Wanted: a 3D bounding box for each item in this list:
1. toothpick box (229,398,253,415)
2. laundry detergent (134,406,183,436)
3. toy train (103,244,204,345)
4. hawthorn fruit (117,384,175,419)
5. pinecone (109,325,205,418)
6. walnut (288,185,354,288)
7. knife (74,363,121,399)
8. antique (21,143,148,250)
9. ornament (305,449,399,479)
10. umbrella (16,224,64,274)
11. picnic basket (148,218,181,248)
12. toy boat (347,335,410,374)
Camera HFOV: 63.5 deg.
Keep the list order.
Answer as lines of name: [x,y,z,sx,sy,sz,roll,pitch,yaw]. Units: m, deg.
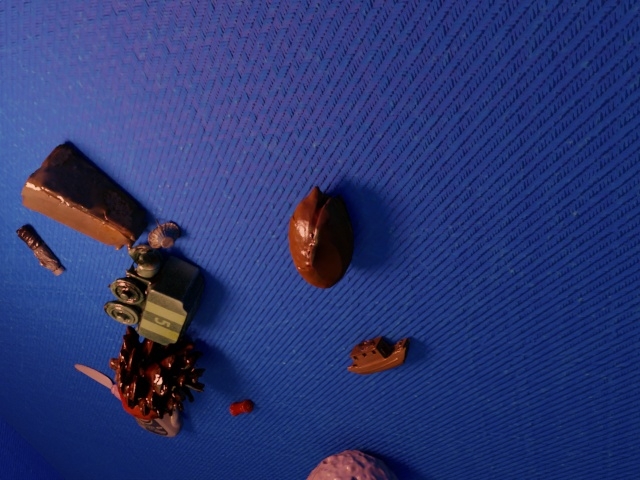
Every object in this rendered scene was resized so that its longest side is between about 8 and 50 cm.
toothpick box: [-0.268,0.570,1.764,0.083,0.047,0.047,-26,113,40]
laundry detergent: [-0.628,0.622,1.960,0.215,0.105,0.280,17,132,14]
toy train: [-0.451,0.149,1.422,0.238,0.167,0.299,25,138,-9]
hawthorn fruit: [-0.579,0.530,1.793,0.207,0.207,0.243,17,141,14]
pinecone: [-0.489,0.391,1.573,0.296,0.298,0.242,31,99,-12]
walnut: [0.000,0.000,1.065,0.137,0.137,0.245,9,131,21]
knife: [-0.866,0.582,2.098,0.336,0.043,0.081,27,130,7]
antique: [-0.576,-0.091,1.298,0.284,0.150,0.125,37,140,-18]
ornament: [0.103,0.817,1.598,0.337,0.337,0.337,15,133,16]
umbrella: [-0.874,0.033,1.615,0.050,0.046,0.188,-9,128,25]
picnic basket: [-0.397,-0.011,1.314,0.083,0.083,0.065,43,160,46]
toy boat: [0.142,0.283,1.290,0.200,0.057,0.077,-28,105,41]
